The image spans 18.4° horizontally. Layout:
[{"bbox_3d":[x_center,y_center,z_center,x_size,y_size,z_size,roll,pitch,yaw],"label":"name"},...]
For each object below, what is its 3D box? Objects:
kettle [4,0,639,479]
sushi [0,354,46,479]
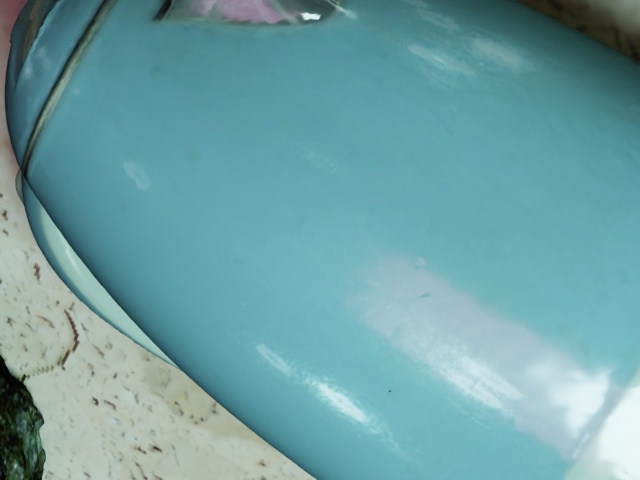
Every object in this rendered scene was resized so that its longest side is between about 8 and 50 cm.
[{"bbox_3d":[0.000,0.000,0.944,0.342,0.247,0.319,30,142,0],"label":"kettle"},{"bbox_3d":[-0.238,0.087,1.057,0.124,0.127,0.225,-14,116,14],"label":"sushi"}]
